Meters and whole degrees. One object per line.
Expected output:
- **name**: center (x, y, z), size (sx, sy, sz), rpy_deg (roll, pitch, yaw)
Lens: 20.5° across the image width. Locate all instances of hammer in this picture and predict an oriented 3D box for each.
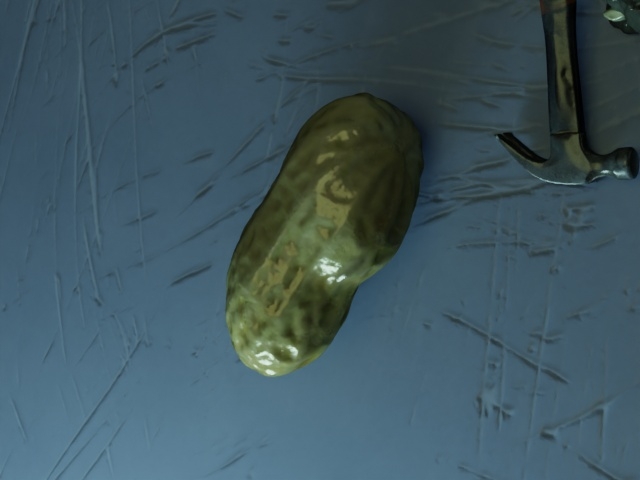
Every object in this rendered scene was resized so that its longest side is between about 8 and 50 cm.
- **hammer**: center (0.229, -0.198, 1.734), size (0.137, 0.037, 0.290), rpy_deg (-4, 95, 29)

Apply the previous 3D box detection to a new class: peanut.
- **peanut**: center (0.000, 0.000, 1.810), size (0.152, 0.152, 0.313), rpy_deg (38, 103, 26)

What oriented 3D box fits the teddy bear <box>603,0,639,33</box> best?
- **teddy bear**: center (0.320, -0.280, 1.612), size (0.171, 0.251, 0.144), rpy_deg (-40, 70, 6)
